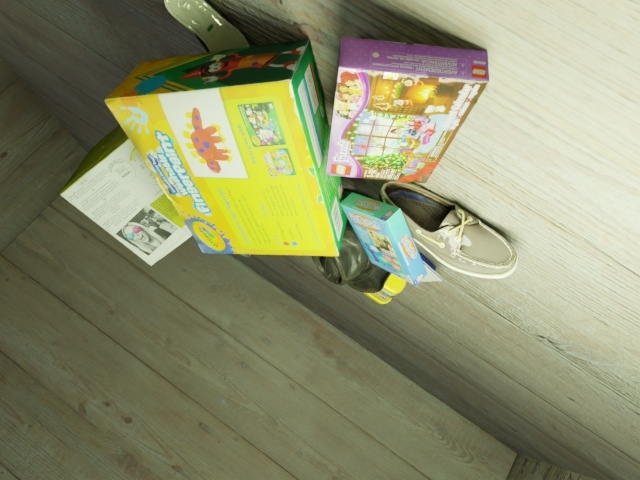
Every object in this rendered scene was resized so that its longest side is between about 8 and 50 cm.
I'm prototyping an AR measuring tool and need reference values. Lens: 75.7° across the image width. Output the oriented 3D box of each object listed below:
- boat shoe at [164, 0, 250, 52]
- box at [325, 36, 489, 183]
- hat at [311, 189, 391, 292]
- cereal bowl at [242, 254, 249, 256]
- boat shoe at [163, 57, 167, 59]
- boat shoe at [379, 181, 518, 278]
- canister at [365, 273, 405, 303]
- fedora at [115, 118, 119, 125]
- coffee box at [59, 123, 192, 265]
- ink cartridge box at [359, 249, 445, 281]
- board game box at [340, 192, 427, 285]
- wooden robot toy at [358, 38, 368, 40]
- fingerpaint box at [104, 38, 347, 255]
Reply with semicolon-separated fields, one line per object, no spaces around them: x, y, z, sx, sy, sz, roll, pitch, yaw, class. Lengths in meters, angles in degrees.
-0.210;-0.424;0.842;0.233;0.084;0.079;42;-159;-40;boat shoe
0.117;-0.191;0.678;0.201;0.057;0.293;5;161;-1;box
0.055;0.028;1.166;0.331;0.134;0.331;32;136;38;hat
-0.450;-0.071;2.058;0.339;0.141;0.339;32;162;12;cereal bowl
-0.428;-0.458;1.154;0.049;0.056;0.152;31;163;-2;boat shoe
0.264;-0.030;0.881;0.324;0.116;0.097;34;167;27;boat shoe
0.189;0.132;1.299;0.126;0.073;0.170;36;161;6;canister
-0.668;-0.434;1.554;0.243;0.124;0.275;32;162;14;fedora
-0.515;-0.205;1.301;0.334;0.338;0.338;49;-168;-34;coffee box
0.219;0.054;1.258;0.176;0.069;0.371;40;165;-12;ink cartridge box
0.147;-0.004;0.955;0.160;0.047;0.210;29;157;50;board game box
0.078;-0.249;0.712;0.076;0.079;0.173;27;161;26;wooden robot toy
-0.161;-0.167;0.902;0.371;0.163;0.445;0;139;17;fingerpaint box
